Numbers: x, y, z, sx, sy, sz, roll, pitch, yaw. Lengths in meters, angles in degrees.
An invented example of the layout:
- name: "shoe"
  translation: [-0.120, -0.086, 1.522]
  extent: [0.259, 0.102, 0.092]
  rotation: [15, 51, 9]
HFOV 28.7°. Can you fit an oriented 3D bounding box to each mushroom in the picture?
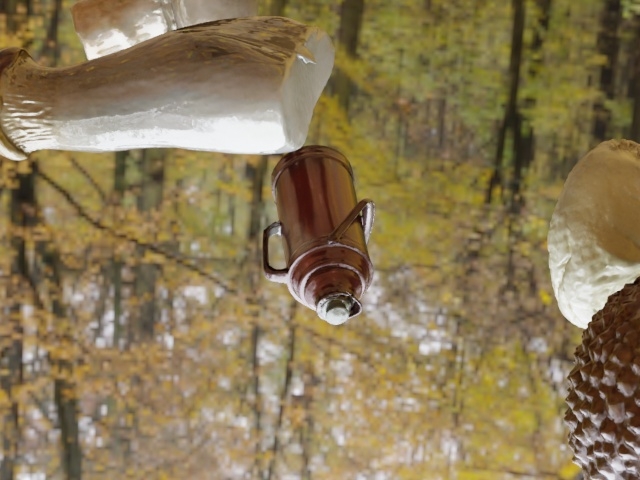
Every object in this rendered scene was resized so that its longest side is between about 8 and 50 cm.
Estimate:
- name: "mushroom"
  translation: [-0.157, -0.138, 1.178]
  extent: [0.329, 0.122, 0.159]
  rotation: [-3, -166, 10]
- name: "mushroom"
  translation: [-0.169, -0.281, 1.428]
  extent: [0.209, 0.206, 0.206]
  rotation: [8, -167, 5]

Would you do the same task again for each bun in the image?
- name: "bun"
  translation: [0.343, -0.001, 1.400]
  extent: [0.134, 0.220, 0.220]
  rotation: [18, -162, 34]

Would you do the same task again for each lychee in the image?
- name: "lychee"
  translation: [0.359, 0.155, 1.200]
  extent: [0.268, 0.267, 0.267]
  rotation: [4, -168, -1]

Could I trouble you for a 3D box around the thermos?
- name: "thermos"
  translation: [-0.001, 0.003, 1.323]
  extent: [0.124, 0.099, 0.232]
  rotation: [0, -141, -7]
